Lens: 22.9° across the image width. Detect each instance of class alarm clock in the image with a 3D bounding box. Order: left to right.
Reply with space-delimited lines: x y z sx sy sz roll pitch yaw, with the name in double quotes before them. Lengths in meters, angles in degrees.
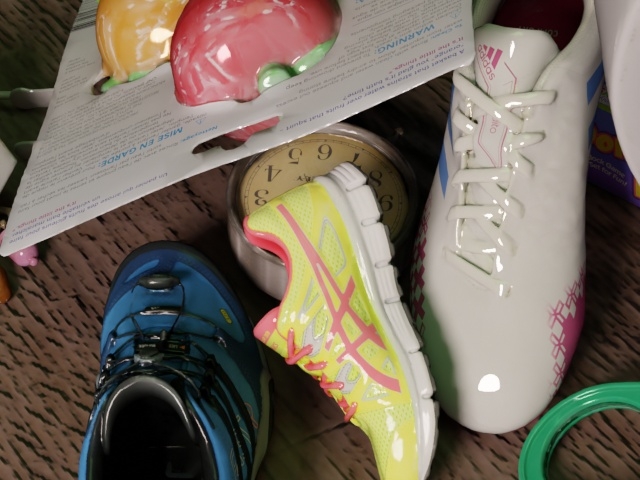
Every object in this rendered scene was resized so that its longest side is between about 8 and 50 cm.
"alarm clock" 0.000 0.000 1.052 0.129 0.064 0.192 4 50 1

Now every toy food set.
"toy food set" -0.234 0.017 1.080 0.078 0.019 0.122 9 50 11

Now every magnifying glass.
"magnifying glass" 0.223 0.102 0.913 0.231 0.026 0.092 -26 40 18

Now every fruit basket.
"fruit basket" -0.042 -0.140 1.067 0.327 0.165 0.353 -22 37 17

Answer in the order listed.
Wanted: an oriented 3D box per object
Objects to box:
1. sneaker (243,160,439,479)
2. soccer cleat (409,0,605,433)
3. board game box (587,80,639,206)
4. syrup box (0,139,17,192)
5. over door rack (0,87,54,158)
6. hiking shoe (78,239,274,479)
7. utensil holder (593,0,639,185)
"sneaker" 0.010 0.062 0.958 0.094 0.081 0.208 -16 77 -10
"soccer cleat" 0.113 -0.050 0.987 0.116 0.143 0.331 4 69 18
"board game box" 0.303 -0.110 1.125 0.347 0.078 0.233 30 56 26
"syrup box" -0.301 0.001 1.032 0.096 0.093 0.237 -7 43 31
"over door rack" -0.340 -0.191 1.130 0.324 0.239 0.108 11 55 13
"hiking shoe" -0.082 0.101 0.922 0.113 0.132 0.304 -6 48 -2
"utensil holder" 0.310 -0.213 0.926 0.327 0.327 0.385 2 44 5
